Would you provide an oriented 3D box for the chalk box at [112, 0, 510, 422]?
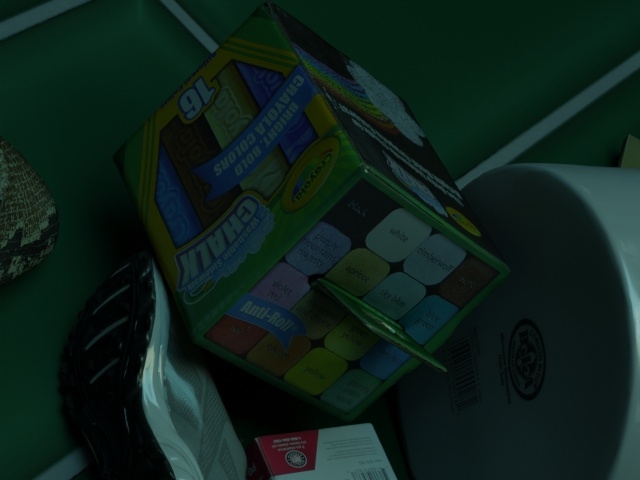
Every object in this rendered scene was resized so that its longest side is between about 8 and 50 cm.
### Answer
[{"bbox_3d":[0.000,0.000,1.366,0.180,0.179,0.289,33,20,-39],"label":"chalk box"}]

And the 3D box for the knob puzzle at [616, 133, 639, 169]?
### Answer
[{"bbox_3d":[0.359,0.003,1.812,0.213,0.030,0.213,20,44,-20],"label":"knob puzzle"}]

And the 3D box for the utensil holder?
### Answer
[{"bbox_3d":[0.299,0.104,1.459,0.385,0.327,0.328,5,51,-31],"label":"utensil holder"}]

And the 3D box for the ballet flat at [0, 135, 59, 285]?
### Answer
[{"bbox_3d":[-0.356,-0.043,1.229,0.482,0.182,0.164,-4,55,-38],"label":"ballet flat"}]

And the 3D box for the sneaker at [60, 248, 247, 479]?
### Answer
[{"bbox_3d":[-0.110,0.130,1.329,0.108,0.100,0.272,22,43,-42],"label":"sneaker"}]

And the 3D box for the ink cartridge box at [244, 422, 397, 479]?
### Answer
[{"bbox_3d":[0.011,0.214,1.349,0.109,0.063,0.150,-2,55,-37],"label":"ink cartridge box"}]
